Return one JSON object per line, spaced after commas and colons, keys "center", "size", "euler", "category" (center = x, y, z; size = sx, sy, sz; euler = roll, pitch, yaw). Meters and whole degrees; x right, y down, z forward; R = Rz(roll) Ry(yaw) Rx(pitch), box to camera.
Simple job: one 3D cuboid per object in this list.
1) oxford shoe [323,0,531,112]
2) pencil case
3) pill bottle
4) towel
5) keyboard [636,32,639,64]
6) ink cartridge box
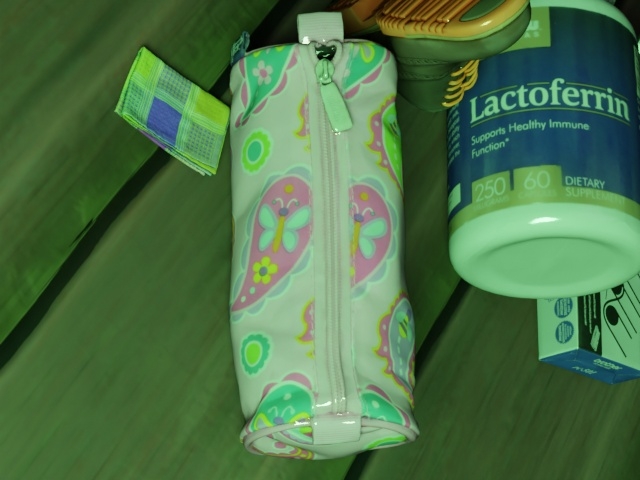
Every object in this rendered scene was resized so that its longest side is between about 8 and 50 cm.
{"center": [0.090, -0.143, 1.036], "size": [0.097, 0.271, 0.098], "euler": [-36, 107, -6], "category": "oxford shoe"}
{"center": [0.000, 0.000, 0.979], "size": [0.124, 0.124, 0.284], "euler": [13, 68, -39], "category": "pencil case"}
{"center": [0.173, -0.101, 1.160], "size": [0.153, 0.153, 0.265], "euler": [19, 60, -37], "category": "pill bottle"}
{"center": [-0.096, -0.087, 1.003], "size": [0.083, 0.009, 0.060], "euler": [35, 54, -29], "category": "towel"}
{"center": [0.365, -0.033, 1.246], "size": [0.201, 0.033, 0.317], "euler": [-12, 105, -12], "category": "keyboard"}
{"center": [0.225, 0.008, 1.241], "size": [0.097, 0.046, 0.207], "euler": [20, 61, -38], "category": "ink cartridge box"}
